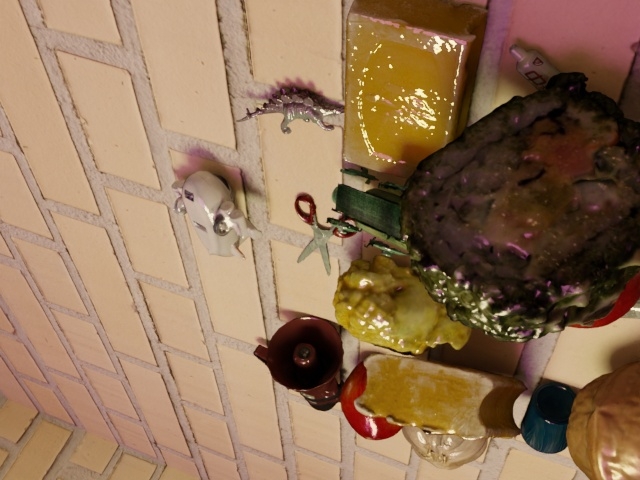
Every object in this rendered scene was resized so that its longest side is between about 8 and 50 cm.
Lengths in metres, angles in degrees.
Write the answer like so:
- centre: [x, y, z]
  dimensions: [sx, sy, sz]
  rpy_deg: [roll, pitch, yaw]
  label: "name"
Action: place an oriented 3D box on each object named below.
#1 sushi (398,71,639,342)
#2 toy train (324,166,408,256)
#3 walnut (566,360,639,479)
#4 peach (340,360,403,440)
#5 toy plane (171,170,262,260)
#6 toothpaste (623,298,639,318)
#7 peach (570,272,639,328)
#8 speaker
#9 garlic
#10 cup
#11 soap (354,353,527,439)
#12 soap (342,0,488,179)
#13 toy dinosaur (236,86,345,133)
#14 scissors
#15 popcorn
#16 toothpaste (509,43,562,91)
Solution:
- centre: [0.291, -0.029, 1.027]
  dimensions: [0.294, 0.352, 0.178]
  rpy_deg: [51, 174, 32]
  label: "sushi"
- centre: [0.136, -0.048, 1.317]
  dimensions: [0.189, 0.126, 0.307]
  rpy_deg: [7, -170, -27]
  label: "toy train"
- centre: [0.640, 0.384, 1.460]
  dimensions: [0.344, 0.306, 0.306]
  rpy_deg: [29, 148, -28]
  label: "walnut"
- centre: [0.138, 0.411, 1.912]
  dimensions: [0.197, 0.197, 0.197]
  rpy_deg: [18, 144, 14]
  label: "peach"
- centre: [-0.222, -0.055, 1.638]
  dimensions: [0.245, 0.117, 0.244]
  rpy_deg: [36, 152, 23]
  label: "toy plane"
- centre: [0.574, 0.123, 1.392]
  dimensions: [0.255, 0.037, 0.067]
  rpy_deg: [-2, 141, 40]
  label: "toothpaste"
- centre: [0.401, 0.040, 1.258]
  dimensions: [0.258, 0.201, 0.361]
  rpy_deg: [-13, 129, 43]
  label: "peach"
- centre: [-0.064, 0.349, 1.991]
  dimensions: [0.259, 0.198, 0.329]
  rpy_deg: [3, 150, 3]
  label: "speaker"
- centre: [0.315, 0.500, 1.954]
  dimensions: [0.228, 0.152, 0.228]
  rpy_deg: [16, 149, 10]
  label: "garlic"
- centre: [0.538, 0.403, 1.715]
  dimensions: [0.150, 0.113, 0.138]
  rpy_deg: [11, 141, 13]
  label: "cup"
- centre: [0.271, 0.344, 1.661]
  dimensions: [0.293, 0.156, 0.335]
  rpy_deg: [10, 174, 29]
  label: "soap"
- centre: [0.134, -0.232, 1.186]
  dimensions: [0.199, 0.091, 0.315]
  rpy_deg: [20, 144, 13]
  label: "soap"
- centre: [-0.055, -0.232, 1.351]
  dimensions: [0.209, 0.039, 0.082]
  rpy_deg: [-2, 133, 21]
  label: "toy dinosaur"
- centre: [0.000, 0.000, 1.639]
  dimensions: [0.144, 0.017, 0.247]
  rpy_deg: [24, 147, 6]
  label: "scissors"
- centre: [0.160, 0.149, 1.598]
  dimensions: [0.286, 0.173, 0.225]
  rpy_deg: [20, 161, -7]
  label: "popcorn"
- centre: [0.360, -0.208, 1.109]
  dimensions: [0.233, 0.038, 0.060]
  rpy_deg: [36, 148, -17]
  label: "toothpaste"
